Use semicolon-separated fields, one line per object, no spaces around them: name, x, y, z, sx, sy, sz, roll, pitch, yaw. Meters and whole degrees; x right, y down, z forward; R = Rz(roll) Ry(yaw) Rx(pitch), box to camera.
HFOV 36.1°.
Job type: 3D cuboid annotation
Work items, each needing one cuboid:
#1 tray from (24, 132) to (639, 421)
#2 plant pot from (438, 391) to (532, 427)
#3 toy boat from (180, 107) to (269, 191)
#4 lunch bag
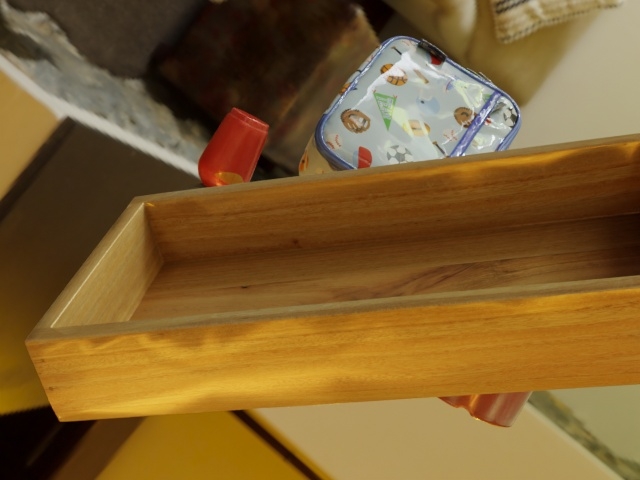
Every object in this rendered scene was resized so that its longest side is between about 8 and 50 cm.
tray;0.036;0.023;0.664;0.203;0.410;0.076;-69;150;-59
plant pot;0.343;0.207;1.941;0.265;0.272;0.272;-66;168;6
toy boat;0.000;0.000;0.971;0.148;0.318;0.267;-62;162;9
lunch bag;0.131;-0.131;1.306;0.303;0.243;0.115;-52;173;-37
